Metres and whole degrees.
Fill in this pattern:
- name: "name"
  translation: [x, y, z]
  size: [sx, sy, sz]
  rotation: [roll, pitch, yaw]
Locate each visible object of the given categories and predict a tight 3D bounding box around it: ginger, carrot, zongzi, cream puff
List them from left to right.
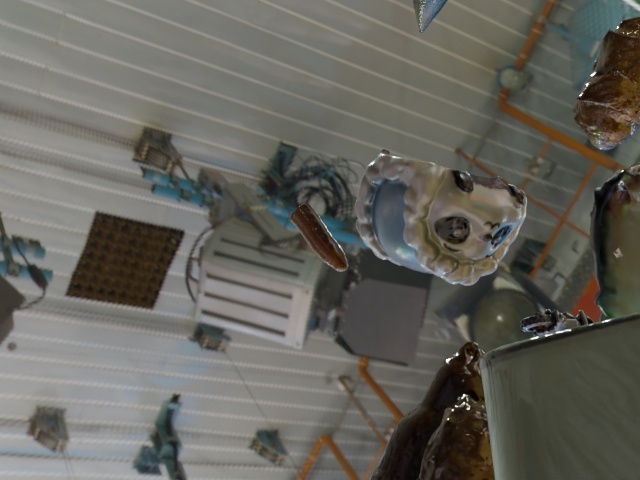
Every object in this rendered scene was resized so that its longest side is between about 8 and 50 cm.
- name: "carrot"
  translation: [0.000, 0.000, 1.461]
  size: [0.048, 0.139, 0.048]
  rotation: [-30, -24, -15]
- name: "zongzi"
  translation: [0.176, -0.404, 1.326]
  size: [0.094, 0.205, 0.204]
  rotation: [16, -64, -1]
- name: "ginger"
  translation: [0.148, 0.359, 1.089]
  size: [0.176, 0.254, 0.418]
  rotation: [17, -70, -12]
- name: "cream puff"
  translation: [0.578, -0.294, 1.612]
  size: [0.269, 0.155, 0.241]
  rotation: [-69, -12, 19]

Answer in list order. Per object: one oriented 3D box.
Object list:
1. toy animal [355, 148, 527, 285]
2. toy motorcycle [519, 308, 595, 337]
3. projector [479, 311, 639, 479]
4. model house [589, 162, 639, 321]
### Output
- name: "toy animal"
  translation: [0.162, -0.026, 1.162]
  size: [0.208, 0.204, 0.156]
  rotation: [10, -83, -34]
- name: "toy motorcycle"
  translation: [0.477, 0.179, 1.700]
  size: [0.122, 0.080, 0.215]
  rotation: [-17, -24, 24]
- name: "projector"
  translation: [0.250, 0.168, 0.463]
  size: [0.248, 0.249, 0.248]
  rotation: [10, -23, -36]
- name: "model house"
  translation: [0.612, 0.082, 1.065]
  size: [0.400, 0.395, 0.445]
  rotation: [-18, -73, -15]
